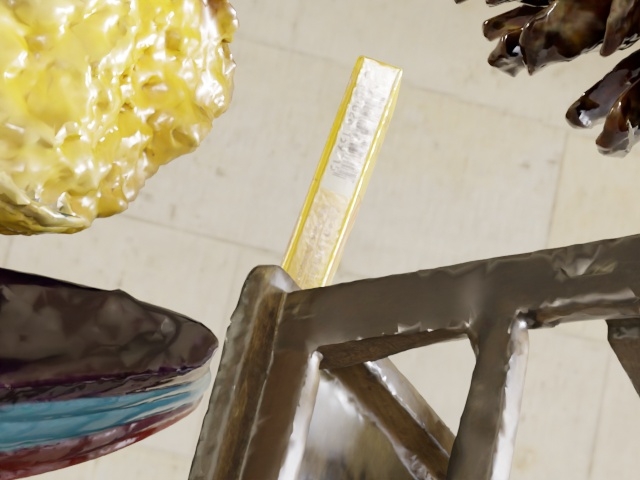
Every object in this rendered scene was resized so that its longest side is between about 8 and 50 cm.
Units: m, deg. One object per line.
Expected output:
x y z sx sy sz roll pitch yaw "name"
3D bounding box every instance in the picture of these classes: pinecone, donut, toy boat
0.215 -0.161 0.858 0.309 0.244 0.244 24 -7 28 "pinecone"
-0.200 -0.194 0.546 0.378 0.163 0.435 28 -32 18 "donut"
-0.217 0.047 0.602 0.392 0.136 0.079 7 -29 -29 "toy boat"

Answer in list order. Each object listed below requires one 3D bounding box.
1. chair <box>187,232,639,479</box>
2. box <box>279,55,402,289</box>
0.005 0.146 0.545 0.416 0.203 0.240 -5 -33 31 "chair"
0.000 0.000 1.058 0.043 0.269 0.152 20 -2 3 "box"
